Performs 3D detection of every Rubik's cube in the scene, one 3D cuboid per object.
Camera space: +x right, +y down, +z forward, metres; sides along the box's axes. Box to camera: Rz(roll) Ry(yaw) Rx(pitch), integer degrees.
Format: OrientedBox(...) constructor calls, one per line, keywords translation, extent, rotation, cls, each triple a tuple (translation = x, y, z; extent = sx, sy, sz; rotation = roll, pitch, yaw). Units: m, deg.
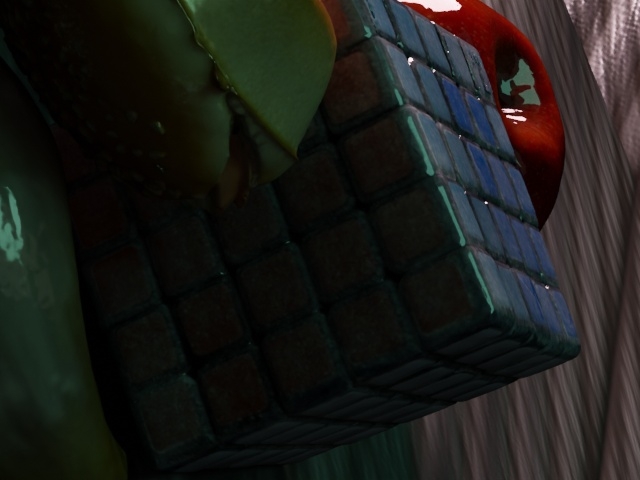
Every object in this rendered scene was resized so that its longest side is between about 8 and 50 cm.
OrientedBox(translation=(0.000, 0.000, 1.111), extent=(0.237, 0.238, 0.237), rotation=(14, 54, -68), cls="Rubik's cube")

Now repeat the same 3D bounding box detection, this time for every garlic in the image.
OrientedBox(translation=(-0.180, 0.010, 0.915), extent=(0.143, 0.112, 0.318), rotation=(-48, 123, -69), cls="garlic")

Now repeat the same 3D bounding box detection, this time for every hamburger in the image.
OrientedBox(translation=(-0.092, -0.121, 0.914), extent=(0.237, 0.147, 0.237), rotation=(46, -8, 8), cls="hamburger")

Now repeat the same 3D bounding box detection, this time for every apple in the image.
OrientedBox(translation=(0.069, -0.078, 1.386), extent=(0.260, 0.217, 0.260), rotation=(43, 34, -40), cls="apple")
